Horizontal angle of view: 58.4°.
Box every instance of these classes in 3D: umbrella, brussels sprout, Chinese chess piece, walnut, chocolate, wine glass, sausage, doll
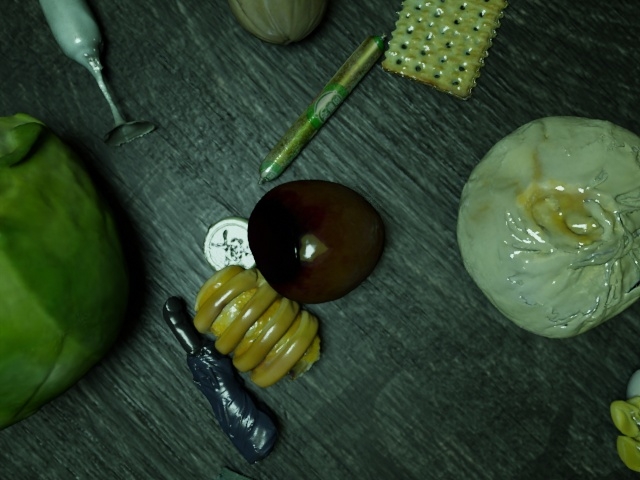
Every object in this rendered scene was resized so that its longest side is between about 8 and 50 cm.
[{"bbox_3d":[-0.139,0.185,0.778,0.071,0.071,0.248,-36,85,1],"label":"umbrella"},{"bbox_3d":[-0.390,0.040,0.671,0.275,0.315,0.371,-20,52,26],"label":"brussels sprout"},{"bbox_3d":[-0.119,0.009,0.785,0.084,0.034,0.084,0,90,1],"label":"Chinese chess piece"},{"bbox_3d":[-0.057,-0.338,0.737,0.140,0.140,0.162,-2,80,2],"label":"walnut"},{"bbox_3d":[0.000,0.000,0.729,0.176,0.177,0.177,0,90,2],"label":"chocolate"},{"bbox_3d":[-0.317,-0.258,0.778,0.074,0.074,0.262,-27,88,2],"label":"wine glass"},{"bbox_3d":[0.001,-0.180,0.782,0.033,0.033,0.269,40,91,1],"label":"sausage"},{"bbox_3d":[0.511,0.200,0.723,0.296,0.117,0.141,-17,96,2],"label":"doll"}]

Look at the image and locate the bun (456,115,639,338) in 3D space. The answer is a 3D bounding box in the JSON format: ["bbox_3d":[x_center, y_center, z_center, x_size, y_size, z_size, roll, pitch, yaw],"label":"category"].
[{"bbox_3d":[0.314,-0.023,0.717,0.287,0.146,0.287,0,88,0],"label":"bun"}]

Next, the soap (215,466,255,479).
[{"bbox_3d":[-0.057,0.374,0.743,0.198,0.114,0.063,21,90,1],"label":"soap"}]

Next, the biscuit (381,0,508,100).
[{"bbox_3d":[0.176,-0.306,0.786,0.144,0.016,0.203,19,91,2],"label":"biscuit"}]

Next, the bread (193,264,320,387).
[{"bbox_3d":[-0.084,0.114,0.751,0.177,0.084,0.119,42,96,-10],"label":"bread"}]
